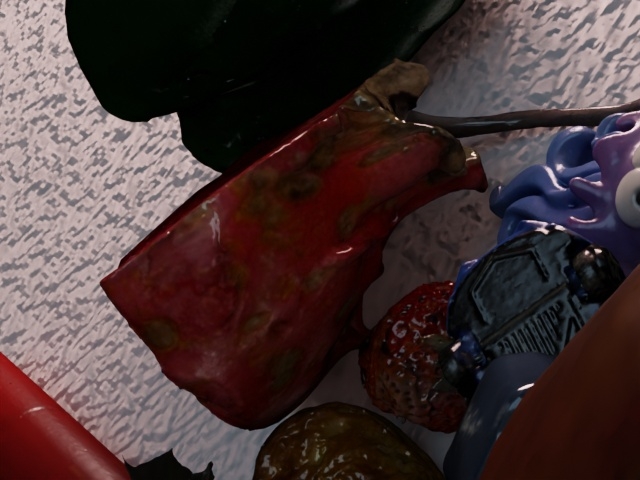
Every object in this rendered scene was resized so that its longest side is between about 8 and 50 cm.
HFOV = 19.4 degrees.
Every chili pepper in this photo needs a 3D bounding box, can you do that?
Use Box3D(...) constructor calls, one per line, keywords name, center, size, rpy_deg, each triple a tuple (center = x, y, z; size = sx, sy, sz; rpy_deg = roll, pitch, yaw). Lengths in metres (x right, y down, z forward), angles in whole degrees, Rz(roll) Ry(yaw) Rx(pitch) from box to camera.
Box3D(name="chili pepper", center=(-0.035, -0.184, 1.166), size=(0.256, 0.233, 0.248), rpy_deg=(-49, 23, 20))

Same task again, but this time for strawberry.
Box3D(name="strawberry", center=(0.060, 0.064, 1.000), size=(0.096, 0.083, 0.083), rpy_deg=(12, 73, 49))

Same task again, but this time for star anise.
Box3D(name="star anise", center=(0.155, -0.080, 0.996), size=(0.218, 0.148, 0.227), rpy_deg=(42, 129, 19))

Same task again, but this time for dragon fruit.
Box3D(name="dragon fruit", center=(0.000, 0.000, 1.041), size=(0.211, 0.134, 0.262), rpy_deg=(-41, 3, 11))

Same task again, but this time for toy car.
Box3D(name="toy car", center=(0.133, 0.088, 0.901), size=(0.103, 0.063, 0.216), rpy_deg=(-37, 56, 22))

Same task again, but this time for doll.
Box3D(name="doll", center=(0.149, -0.021, 0.979), size=(0.206, 0.067, 0.110), rpy_deg=(-7, 61, 59))

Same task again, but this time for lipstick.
Box3D(name="lipstick", center=(-0.181, 0.141, 1.206), size=(0.073, 0.073, 0.280), rpy_deg=(-57, 39, -1))

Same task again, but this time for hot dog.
Box3D(name="hot dog", center=(0.022, 0.154, 0.990), size=(0.099, 0.065, 0.147), rpy_deg=(-47, 51, 11))

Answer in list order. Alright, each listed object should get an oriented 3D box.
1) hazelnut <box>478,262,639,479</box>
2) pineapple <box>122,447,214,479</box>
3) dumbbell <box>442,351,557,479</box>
Box3D(name="hazelnut", center=(0.212, 0.129, 0.536), size=(0.353, 0.421, 0.420), rpy_deg=(0, 64, 39))
Box3D(name="pineapple", center=(-0.132, 0.252, 1.044), size=(0.277, 0.130, 0.119), rpy_deg=(-53, 40, 12))
Box3D(name="dumbbell", center=(0.079, 0.210, 0.777), size=(0.156, 0.144, 0.316), rpy_deg=(-103, 36, -85))
